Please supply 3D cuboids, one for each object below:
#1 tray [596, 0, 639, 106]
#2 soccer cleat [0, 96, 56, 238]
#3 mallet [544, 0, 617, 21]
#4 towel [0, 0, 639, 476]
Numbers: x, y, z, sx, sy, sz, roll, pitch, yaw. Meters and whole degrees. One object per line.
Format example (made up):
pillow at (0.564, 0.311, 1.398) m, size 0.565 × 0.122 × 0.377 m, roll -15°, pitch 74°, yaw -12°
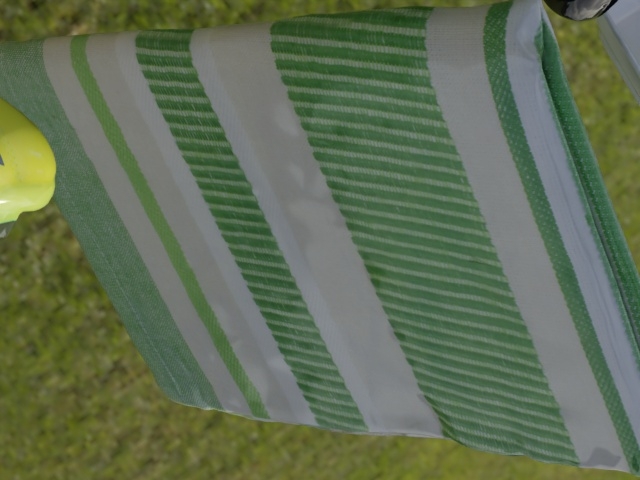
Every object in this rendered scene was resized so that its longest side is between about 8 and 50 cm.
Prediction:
tray at (0.255, -0.056, 0.947) m, size 0.030 × 0.270 × 0.145 m, roll -28°, pitch -176°, yaw 45°
soccer cleat at (-0.199, -0.074, 0.461) m, size 0.289 × 0.093 × 0.121 m, roll 17°, pitch 82°, yaw -36°
mallet at (0.157, -0.169, 0.683) m, size 0.189 × 0.039 × 0.062 m, roll -50°, pitch 176°, yaw -30°
towel at (0.000, 0.000, 0.739) m, size 0.038 × 0.325 × 0.248 m, roll -48°, pitch 125°, yaw -37°
